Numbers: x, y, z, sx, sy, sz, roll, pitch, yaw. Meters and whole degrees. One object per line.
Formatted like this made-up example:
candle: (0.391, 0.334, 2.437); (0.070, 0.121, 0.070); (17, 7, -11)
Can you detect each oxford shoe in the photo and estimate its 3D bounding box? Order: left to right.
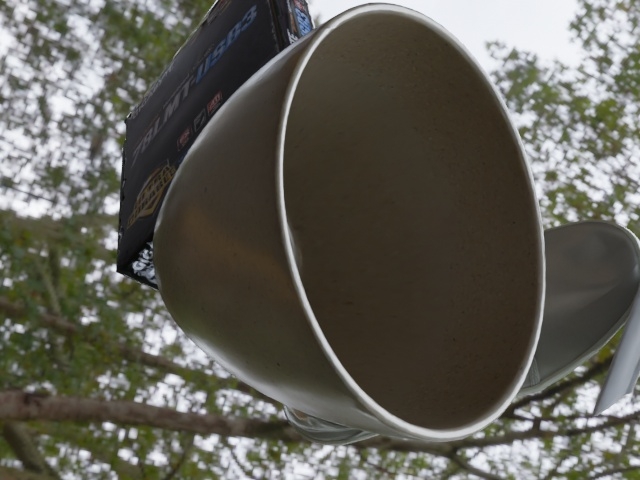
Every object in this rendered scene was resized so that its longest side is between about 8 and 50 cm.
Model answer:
oxford shoe: (0.149, 0.104, 1.074); (0.449, 0.130, 0.169); (-25, -119, 10)

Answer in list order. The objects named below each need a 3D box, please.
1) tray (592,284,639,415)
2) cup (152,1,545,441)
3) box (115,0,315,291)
tray: (0.336, 0.039, 0.955); (0.030, 0.145, 0.270); (22, -67, 21)
cup: (0.000, 0.000, 0.799); (0.237, 0.331, 0.331); (-12, -117, 42)
box: (-0.117, -0.138, 1.062); (0.295, 0.073, 0.293); (-44, -145, 27)
